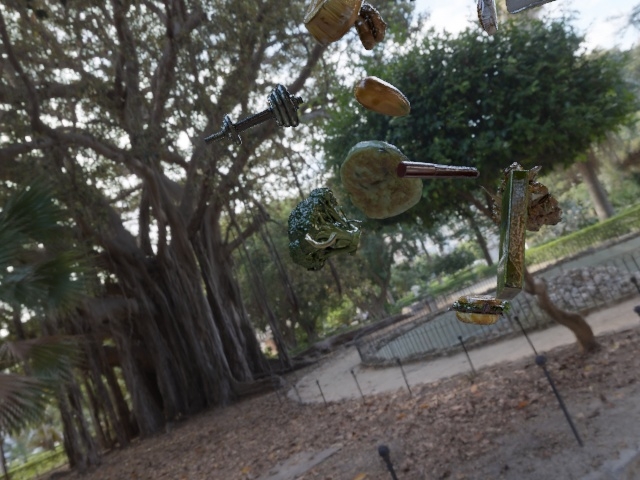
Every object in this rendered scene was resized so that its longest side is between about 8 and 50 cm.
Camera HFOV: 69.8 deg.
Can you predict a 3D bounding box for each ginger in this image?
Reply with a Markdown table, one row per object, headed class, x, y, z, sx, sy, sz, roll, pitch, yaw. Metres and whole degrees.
| class | x | y | z | sx | sy | sz | roll | pitch | yaw |
| --- | --- | --- | --- | --- | --- | --- | --- | --- | --- |
| ginger | 0.167 | -0.749 | 1.586 | 0.103 | 0.162 | 0.073 | -26 | 1 | 15 |

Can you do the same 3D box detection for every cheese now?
| class | x | y | z | sx | sy | sz | roll | pitch | yaw |
| --- | --- | --- | --- | --- | --- | --- | --- | --- | --- |
| cheese | -0.001 | 0.001 | 1.118 | 0.084 | 0.042 | 0.060 | -3 | 1 | -12 |

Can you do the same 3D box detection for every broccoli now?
| class | x | y | z | sx | sy | sz | roll | pitch | yaw |
| --- | --- | --- | --- | --- | --- | --- | --- | --- | --- |
| broccoli | 0.012 | -0.048 | 1.717 | 0.283 | 0.321 | 0.304 | 14 | -25 | 8 |

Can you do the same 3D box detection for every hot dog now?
| class | x | y | z | sx | sy | sz | roll | pitch | yaw |
| --- | --- | --- | --- | --- | --- | --- | --- | --- | --- |
| hot dog | 0.565 | -0.775 | 1.560 | 0.053 | 0.192 | 0.099 | -14 | -27 | 38 |

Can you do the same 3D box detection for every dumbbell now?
| class | x | y | z | sx | sy | sz | roll | pitch | yaw |
| --- | --- | --- | --- | --- | --- | --- | --- | --- | --- |
| dumbbell | -0.159 | -0.289 | 1.103 | 0.254 | 0.110 | 0.110 | -25 | -9 | -2 |

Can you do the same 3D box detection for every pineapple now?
| class | x | y | z | sx | sy | sz | roll | pitch | yaw |
| --- | --- | --- | --- | --- | --- | --- | --- | --- | --- |
| pineapple | 0.589 | -0.084 | 1.318 | 0.158 | 0.161 | 0.334 | -38 | -35 | 7 |

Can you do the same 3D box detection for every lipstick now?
| class | x | y | z | sx | sy | sz | roll | pitch | yaw |
| --- | --- | --- | --- | --- | --- | --- | --- | --- | --- |
| lipstick | 0.202 | -0.114 | 0.765 | 0.176 | 0.027 | 0.027 | -2 | -19 | -31 |

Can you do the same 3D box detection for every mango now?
| class | x | y | z | sx | sy | sz | roll | pitch | yaw |
| --- | --- | --- | --- | --- | --- | --- | --- | --- | --- |
| mango | 0.174 | -0.404 | 1.297 | 0.164 | 0.115 | 0.089 | 12 | -70 | -25 |

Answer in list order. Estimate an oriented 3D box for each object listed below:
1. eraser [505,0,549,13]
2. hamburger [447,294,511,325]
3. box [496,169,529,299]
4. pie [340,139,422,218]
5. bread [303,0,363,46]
| class | x | y | z | sx | sy | sz | roll | pitch | yaw |
| --- | --- | --- | --- | --- | --- | --- | --- | --- | --- |
| eraser | 0.336 | -0.347 | 0.563 | 0.210 | 0.068 | 0.124 | -28 | 15 | -30 |
| hamburger | 0.530 | 0.232 | 1.527 | 0.189 | 0.093 | 0.164 | -1 | 0 | 30 |
| box | 0.319 | -0.004 | 0.766 | 0.030 | 0.193 | 0.121 | 6 | -14 | 16 |
| pie | 0.156 | -0.153 | 1.204 | 0.240 | 0.240 | 0.054 | -34 | 15 | 51 |
| bread | 0.051 | -0.621 | 1.166 | 0.107 | 0.241 | 0.136 | 28 | -25 | -24 |
